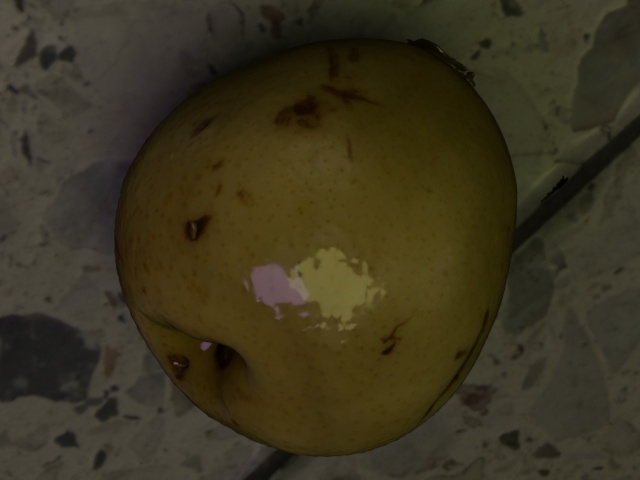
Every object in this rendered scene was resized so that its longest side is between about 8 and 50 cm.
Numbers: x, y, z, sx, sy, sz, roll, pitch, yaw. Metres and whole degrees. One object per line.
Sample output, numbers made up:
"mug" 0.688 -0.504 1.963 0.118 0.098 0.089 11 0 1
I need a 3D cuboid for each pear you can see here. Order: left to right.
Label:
"pear" 0.000 0.000 1.222 0.309 0.309 0.309 -5 114 -10
